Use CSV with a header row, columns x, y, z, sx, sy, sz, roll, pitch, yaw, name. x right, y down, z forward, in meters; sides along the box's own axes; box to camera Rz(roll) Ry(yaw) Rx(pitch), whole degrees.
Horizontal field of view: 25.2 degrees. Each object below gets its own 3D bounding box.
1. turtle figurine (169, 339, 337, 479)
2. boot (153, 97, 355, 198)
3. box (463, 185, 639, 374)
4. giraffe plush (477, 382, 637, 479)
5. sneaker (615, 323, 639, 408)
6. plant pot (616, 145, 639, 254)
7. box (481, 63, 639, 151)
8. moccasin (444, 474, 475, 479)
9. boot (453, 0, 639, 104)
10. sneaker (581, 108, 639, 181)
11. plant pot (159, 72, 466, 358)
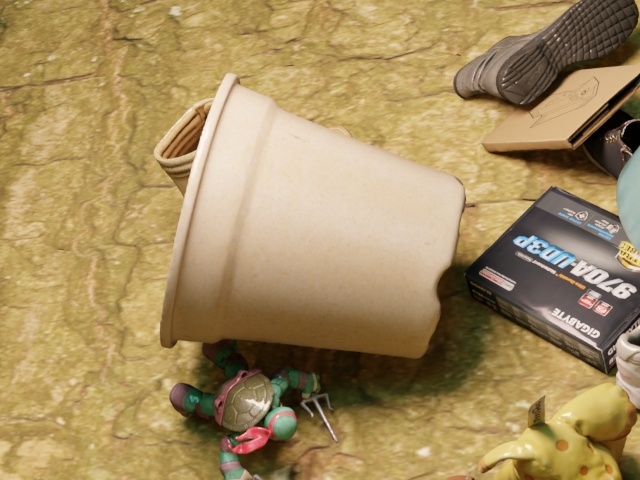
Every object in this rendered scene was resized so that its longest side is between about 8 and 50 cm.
x,y,z,sx,sy,sz,roll,pitch,yaw,name
-0.078,0.200,1.694,0.175,0.118,0.234,-42,41,-18,turtle figurine
-0.083,-0.120,1.927,0.262,0.203,0.095,-31,45,-6,boot
0.310,0.042,1.715,0.175,0.051,0.220,-43,47,-18,box
0.277,0.256,1.440,0.181,0.210,0.170,-39,63,4,giraffe plush
0.424,0.090,1.574,0.232,0.115,0.090,-34,45,-10,sneaker
0.500,-0.088,1.540,0.293,0.235,0.293,10,45,-10,plant pot
0.322,-0.173,1.873,0.164,0.021,0.201,-42,18,-18,box
0.193,0.390,1.372,0.147,0.139,0.380,-20,44,3,moccasin
0.305,-0.275,1.980,0.246,0.083,0.161,-34,21,-13,boot
0.387,-0.133,1.800,0.083,0.118,0.222,-27,44,-2,sneaker
0.000,0.000,1.691,0.305,0.334,0.334,14,51,1,plant pot
